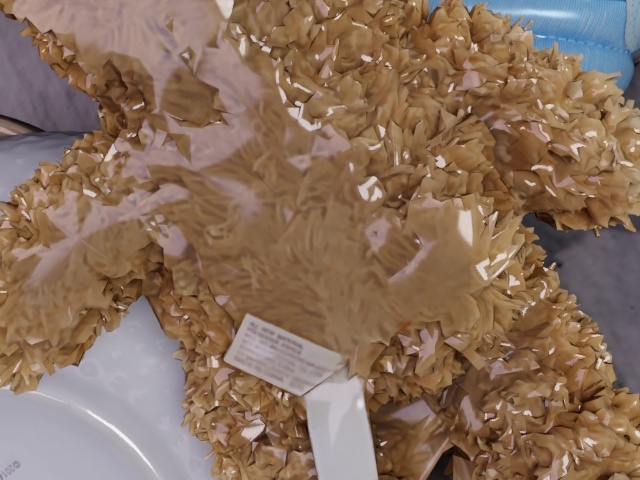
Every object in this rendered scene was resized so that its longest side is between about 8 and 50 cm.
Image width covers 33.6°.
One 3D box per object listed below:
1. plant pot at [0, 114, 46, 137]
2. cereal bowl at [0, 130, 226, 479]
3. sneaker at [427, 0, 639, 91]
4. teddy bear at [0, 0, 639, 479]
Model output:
[{"bbox_3d":[-0.194,0.042,0.591,0.237,0.110,0.237,0,99,1],"label":"plant pot"},{"bbox_3d":[-0.125,0.121,0.476,0.339,0.141,0.339,0,99,1],"label":"cereal bowl"},{"bbox_3d":[0.005,-0.133,0.478,0.319,0.127,0.208,22,102,29],"label":"sneaker"},{"bbox_3d":[0.000,0.000,0.369,0.245,0.113,0.338,-41,95,10],"label":"teddy bear"}]
